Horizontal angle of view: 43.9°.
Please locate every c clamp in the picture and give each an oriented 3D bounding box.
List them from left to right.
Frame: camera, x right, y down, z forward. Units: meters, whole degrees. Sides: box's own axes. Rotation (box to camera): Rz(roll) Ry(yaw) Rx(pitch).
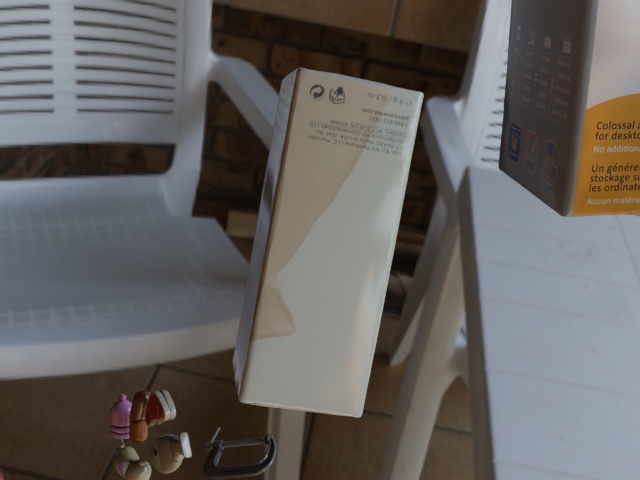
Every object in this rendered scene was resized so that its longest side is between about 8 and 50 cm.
[{"bbox_3d":[-0.147,0.376,1.431,0.160,0.022,0.137,-8,26,24],"label":"c clamp"}]

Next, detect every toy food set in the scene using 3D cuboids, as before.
[{"bbox_3d":[-0.143,0.153,0.624,0.019,0.122,0.078,-3,61,-38],"label":"toy food set"}]

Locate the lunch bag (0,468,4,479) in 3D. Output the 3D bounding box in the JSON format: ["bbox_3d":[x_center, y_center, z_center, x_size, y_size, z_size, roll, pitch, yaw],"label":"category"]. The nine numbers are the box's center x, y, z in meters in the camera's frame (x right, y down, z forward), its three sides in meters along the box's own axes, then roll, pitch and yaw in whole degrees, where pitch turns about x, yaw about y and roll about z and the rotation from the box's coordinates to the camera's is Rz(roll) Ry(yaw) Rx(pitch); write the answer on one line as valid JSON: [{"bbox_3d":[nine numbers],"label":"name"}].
[{"bbox_3d":[-0.467,0.185,0.846,0.293,0.258,0.120,27,69,42],"label":"lunch bag"}]

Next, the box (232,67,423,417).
[{"bbox_3d":[0.000,0.000,0.785,0.121,0.311,0.148,10,4,-10],"label":"box"}]

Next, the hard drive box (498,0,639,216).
[{"bbox_3d":[0.185,-0.135,0.349,0.180,0.232,0.089,-3,20,-6],"label":"hard drive box"}]
